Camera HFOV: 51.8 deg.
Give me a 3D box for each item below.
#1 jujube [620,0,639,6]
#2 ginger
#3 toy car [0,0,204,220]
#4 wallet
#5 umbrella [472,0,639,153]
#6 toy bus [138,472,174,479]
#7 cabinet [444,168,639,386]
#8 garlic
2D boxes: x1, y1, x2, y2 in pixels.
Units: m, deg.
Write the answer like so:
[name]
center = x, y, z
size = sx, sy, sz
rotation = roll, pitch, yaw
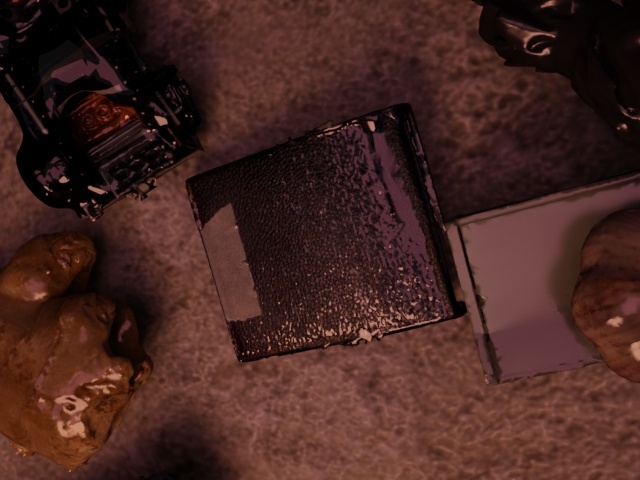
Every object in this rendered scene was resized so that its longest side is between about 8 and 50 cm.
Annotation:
[jujube]
center = 0.346, -0.254, 0.500
size = 0.232, 0.213, 0.213
rotation = -4, 96, 26
[ginger]
center = -0.362, 0.089, 0.730
size = 0.375, 0.166, 0.236
rotation = 26, 110, 3
[toy car]
center = -0.255, -0.182, 0.696
size = 0.193, 0.118, 0.301
rotation = -31, 88, 5
[wallet]
center = 0.000, 0.000, 0.687
size = 0.262, 0.071, 0.221
rotation = -16, 94, 21
[umbrella]
center = 0.201, -0.176, 0.540
size = 0.118, 0.118, 0.340
rotation = -50, 50, 13
[toy bus]
center = -0.241, 0.360, 0.748
size = 0.292, 0.133, 0.125
rotation = -31, 84, 16
[cabinet]
center = 0.233, 0.023, 0.593
size = 0.206, 0.150, 0.145
rotation = -15, 89, 13
[garlic]
center = 0.253, 0.041, 0.462
size = 0.159, 0.102, 0.147
rotation = 3, 79, 1
